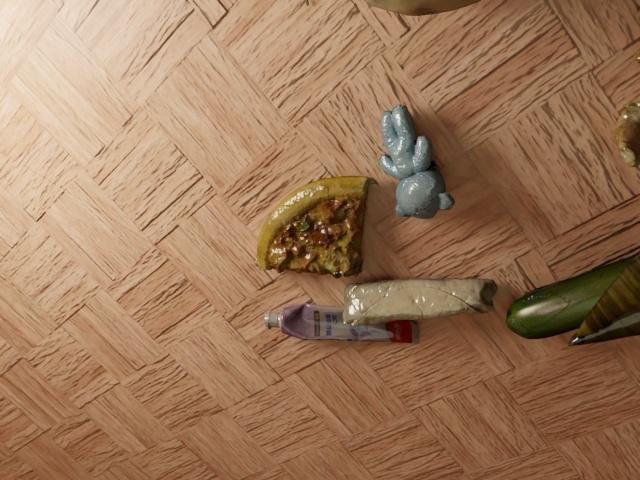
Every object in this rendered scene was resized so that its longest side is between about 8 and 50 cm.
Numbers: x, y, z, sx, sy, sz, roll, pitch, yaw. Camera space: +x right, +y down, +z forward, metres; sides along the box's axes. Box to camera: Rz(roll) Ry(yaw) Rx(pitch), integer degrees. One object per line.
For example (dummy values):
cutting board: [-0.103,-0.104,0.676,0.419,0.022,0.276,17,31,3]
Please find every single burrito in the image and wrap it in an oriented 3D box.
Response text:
burrito: [0.170,0.108,0.900,0.275,0.059,0.082,-4,75,17]

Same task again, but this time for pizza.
pizza: [0.000,0.000,0.898,0.292,0.058,0.197,-32,105,28]

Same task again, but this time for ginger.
ginger: [0.432,-0.236,0.639,0.089,0.075,0.288,12,117,6]

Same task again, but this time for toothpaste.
toothpaste: [0.037,0.165,0.983,0.301,0.048,0.075,2,113,13]

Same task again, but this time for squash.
squash: [0.450,0.079,0.793,0.332,0.087,0.087,-25,107,25]

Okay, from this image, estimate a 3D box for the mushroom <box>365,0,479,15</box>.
mushroom: [0.098,-0.378,0.510,0.315,0.336,0.314,11,132,13]

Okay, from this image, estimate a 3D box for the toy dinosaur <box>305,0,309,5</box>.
toy dinosaur: [-0.034,-0.397,0.720,0.060,0.029,0.119,-21,110,13]

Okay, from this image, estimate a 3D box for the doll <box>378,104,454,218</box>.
doll: [0.149,-0.120,0.794,0.120,0.075,0.179,-7,98,61]

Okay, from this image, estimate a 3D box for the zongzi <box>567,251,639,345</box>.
zongzi: [0.581,0.087,0.638,0.403,0.208,0.432,42,97,-13]
